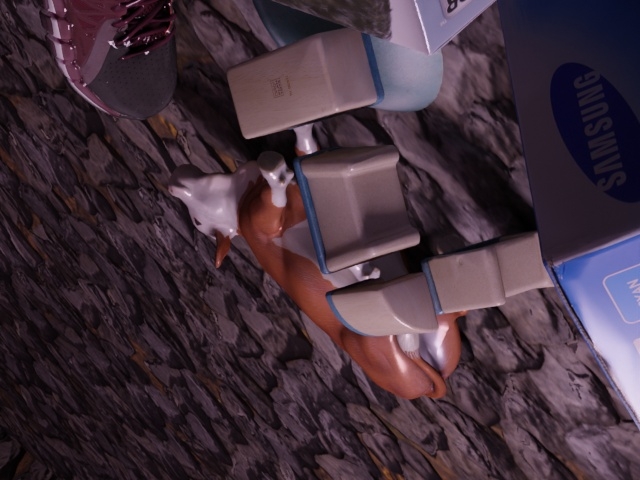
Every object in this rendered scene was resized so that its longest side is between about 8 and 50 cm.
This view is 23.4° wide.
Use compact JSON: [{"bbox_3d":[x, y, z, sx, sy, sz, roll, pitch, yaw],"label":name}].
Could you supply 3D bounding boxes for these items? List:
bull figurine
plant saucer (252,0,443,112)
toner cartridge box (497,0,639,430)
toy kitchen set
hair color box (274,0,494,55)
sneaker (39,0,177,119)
[{"bbox_3d":[0.000,0.000,1.258,0.310,0.101,0.188,40,155,21],"label":"bull figurine"},{"bbox_3d":[0.002,-0.159,1.079,0.195,0.037,0.195,40,157,20],"label":"plant saucer"},{"bbox_3d":[0.133,-0.065,0.628,0.165,0.075,0.348,54,-158,-35],"label":"toner cartridge box"},{"bbox_3d":[0.055,-0.045,1.077,0.122,0.166,0.207,-9,96,56],"label":"toy kitchen set"},{"bbox_3d":[-0.018,-0.292,0.793,0.185,0.113,0.374,26,150,43],"label":"hair color box"},{"bbox_3d":[-0.145,-0.191,1.214,0.162,0.106,0.281,25,148,39],"label":"sneaker"}]
